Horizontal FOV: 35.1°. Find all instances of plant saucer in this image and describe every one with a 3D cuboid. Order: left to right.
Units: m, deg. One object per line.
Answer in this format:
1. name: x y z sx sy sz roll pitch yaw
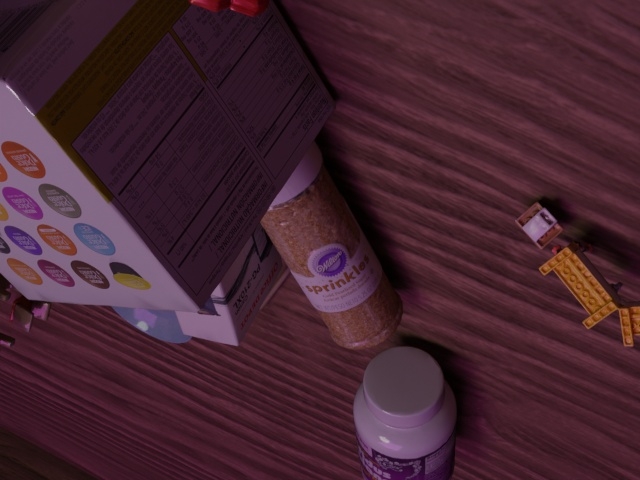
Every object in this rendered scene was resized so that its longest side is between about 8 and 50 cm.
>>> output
1. plant saucer: -0.316 0.120 1.897 0.194 0.037 0.195 22 148 15

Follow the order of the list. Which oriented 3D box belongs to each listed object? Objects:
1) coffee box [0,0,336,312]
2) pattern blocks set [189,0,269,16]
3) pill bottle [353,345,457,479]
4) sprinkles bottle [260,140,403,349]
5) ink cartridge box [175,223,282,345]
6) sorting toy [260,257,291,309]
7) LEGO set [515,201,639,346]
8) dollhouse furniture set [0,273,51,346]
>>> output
1. coffee box: -0.251 -0.152 1.173 0.337 0.338 0.334 1 138 41
2. pattern blocks set: -0.224 -0.299 0.909 0.324 0.285 0.026 2 130 -31
3. pill bottle: 0.139 0.303 1.660 0.169 0.169 0.302 18 146 19
4. sprinkles bottle: 0.000 0.000 1.392 0.121 0.121 0.355 4 140 36
5. ink cartridge box: -0.144 0.005 1.422 0.100 0.172 0.237 11 138 21
6. sorting toy: -0.149 -0.002 1.584 0.229 0.041 0.307 32 149 -3
7. LEGO set: 0.370 0.043 1.207 0.287 0.107 0.132 19 112 25
8. dollhouse furniture set: -0.597 0.071 1.797 0.135 0.262 0.259 24 115 13
